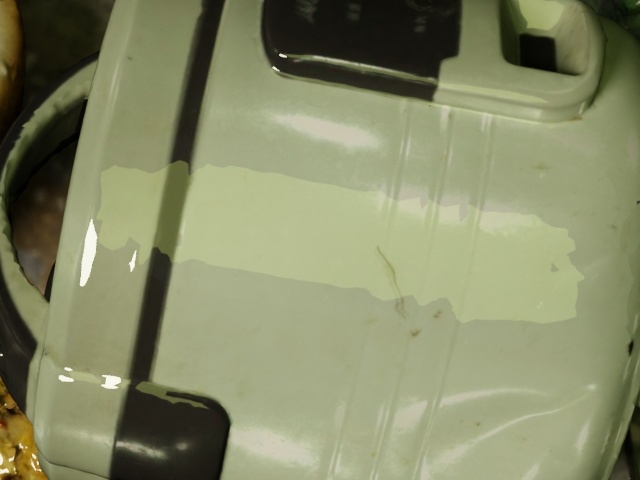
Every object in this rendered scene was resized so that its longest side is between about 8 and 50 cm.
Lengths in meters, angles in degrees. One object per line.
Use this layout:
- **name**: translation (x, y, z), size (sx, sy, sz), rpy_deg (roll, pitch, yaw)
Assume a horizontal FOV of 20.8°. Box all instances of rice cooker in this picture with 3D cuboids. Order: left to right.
- **rice cooker**: translation (0.000, 0.000, 0.635), size (0.244, 0.226, 0.226), rpy_deg (9, 86, 1)

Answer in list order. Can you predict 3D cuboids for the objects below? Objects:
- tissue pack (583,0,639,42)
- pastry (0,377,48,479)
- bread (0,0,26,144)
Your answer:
- **tissue pack**: translation (0.266, -0.178, 0.705), size (0.311, 0.128, 0.228), rpy_deg (3, 84, -4)
- **pastry**: translation (-0.116, 0.104, 0.702), size (0.080, 0.056, 0.140), rpy_deg (-35, 95, 2)
- **bread**: translation (-0.224, -0.064, 0.655), size (0.236, 0.070, 0.236), rpy_deg (9, 59, -15)
